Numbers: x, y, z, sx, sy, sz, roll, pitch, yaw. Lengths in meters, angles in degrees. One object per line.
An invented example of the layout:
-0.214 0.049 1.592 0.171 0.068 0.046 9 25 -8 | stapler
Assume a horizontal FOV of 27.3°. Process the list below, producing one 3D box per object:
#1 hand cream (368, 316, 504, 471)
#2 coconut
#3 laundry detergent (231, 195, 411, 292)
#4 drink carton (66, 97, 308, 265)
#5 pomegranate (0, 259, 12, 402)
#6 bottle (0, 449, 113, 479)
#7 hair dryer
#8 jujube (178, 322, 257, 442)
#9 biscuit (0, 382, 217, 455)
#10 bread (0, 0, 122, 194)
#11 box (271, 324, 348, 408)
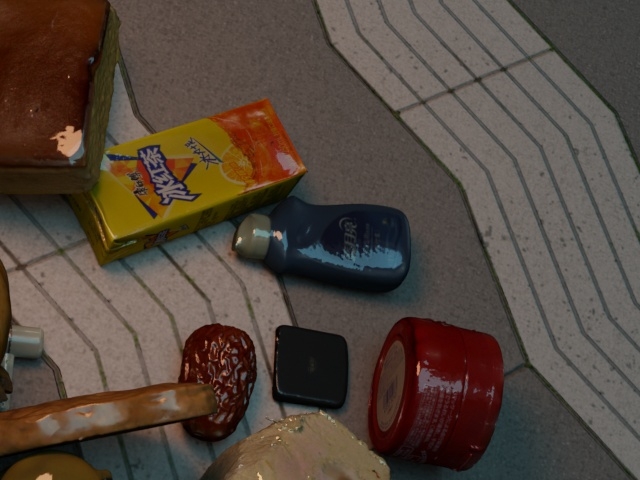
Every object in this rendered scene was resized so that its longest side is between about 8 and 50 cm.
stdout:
0.172 0.235 2.024 0.149 0.230 0.230 11 63 -14 | hand cream
-0.047 0.407 1.835 0.297 0.254 0.297 25 36 -20 | coconut
0.000 0.000 2.139 0.290 0.094 0.143 7 68 -19 | laundry detergent
-0.213 -0.095 2.089 0.351 0.111 0.154 -21 74 -28 | drink carton
-0.554 0.119 1.746 0.343 0.342 0.342 9 64 -18 | pomegranate
-0.365 0.360 1.675 0.172 0.351 0.171 9 64 -18 | bottle
-0.448 0.189 1.907 0.082 0.047 0.137 9 69 -18 | hair dryer
-0.157 0.214 1.977 0.112 0.109 0.176 1 70 19 | jujube
-0.339 0.240 1.738 0.385 0.365 0.062 -9 83 -18 | biscuit
-0.481 -0.225 1.970 0.333 0.143 0.323 0 64 5 | bread
-0.016 0.201 2.082 0.125 0.027 0.126 12 61 -19 | box
